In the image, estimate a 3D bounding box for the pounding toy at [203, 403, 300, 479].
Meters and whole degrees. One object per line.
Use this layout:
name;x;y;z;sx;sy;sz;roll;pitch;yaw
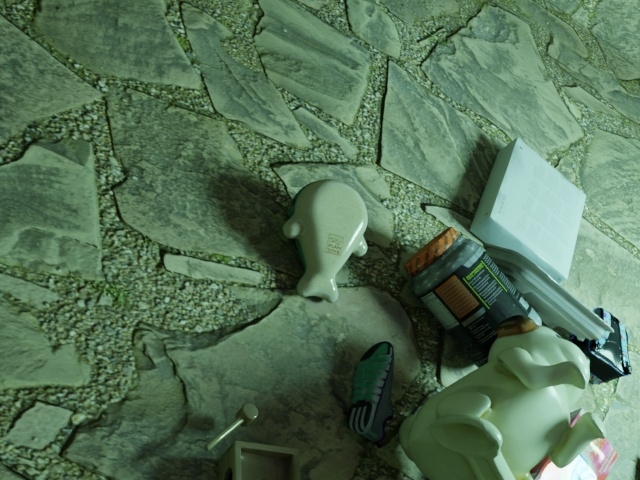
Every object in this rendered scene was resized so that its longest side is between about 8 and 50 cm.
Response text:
pounding toy;-0.138;0.407;1.428;0.181;0.094;0.206;14;46;-23

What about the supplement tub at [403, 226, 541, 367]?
supplement tub;0.354;0.133;1.874;0.316;0.193;0.194;51;47;1

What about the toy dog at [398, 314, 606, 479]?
toy dog;0.394;0.346;1.623;0.408;0.395;0.284;-40;100;-32

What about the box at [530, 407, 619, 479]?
box;0.522;0.533;1.776;0.142;0.154;0.300;53;45;3

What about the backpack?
backpack;0.749;0.275;2.120;0.158;0.117;0.173;33;49;-14

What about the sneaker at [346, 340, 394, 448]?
sneaker;0.122;0.326;1.685;0.098;0.083;0.223;48;47;-31

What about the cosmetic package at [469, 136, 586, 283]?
cosmetic package;0.599;-0.082;2.249;0.284;0.097;0.377;40;47;-11

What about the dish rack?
dish rack;0.555;0.140;2.004;0.333;0.285;0.072;37;88;-11

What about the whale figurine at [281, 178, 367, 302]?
whale figurine;0.000;0.000;1.770;0.216;0.141;0.271;13;81;-29
